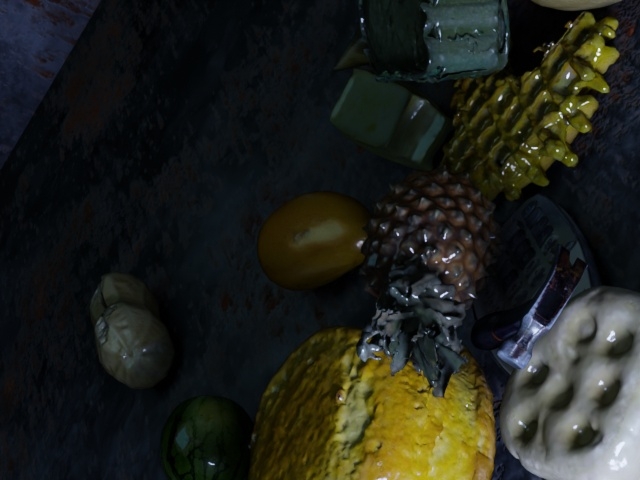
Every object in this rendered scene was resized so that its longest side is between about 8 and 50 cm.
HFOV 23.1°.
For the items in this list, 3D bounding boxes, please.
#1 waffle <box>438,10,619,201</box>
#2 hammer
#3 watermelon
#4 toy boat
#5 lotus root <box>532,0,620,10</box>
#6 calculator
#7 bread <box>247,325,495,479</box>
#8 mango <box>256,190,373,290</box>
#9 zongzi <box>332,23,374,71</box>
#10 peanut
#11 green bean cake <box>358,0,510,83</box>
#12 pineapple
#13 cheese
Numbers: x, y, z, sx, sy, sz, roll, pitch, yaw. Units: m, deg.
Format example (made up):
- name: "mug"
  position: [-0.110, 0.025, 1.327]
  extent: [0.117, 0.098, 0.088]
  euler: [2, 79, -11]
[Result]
- name: "waffle"
  position: [0.244, -0.167, 1.975]
  extent: [0.293, 0.069, 0.260]
  euler: [-4, 63, 61]
- name: "hammer"
  position: [0.208, 0.081, 1.665]
  extent: [0.137, 0.037, 0.290]
  euler: [-54, 0, -10]
- name: "watermelon"
  position: [-0.161, 0.311, 2.209]
  extent: [0.140, 0.140, 0.187]
  euler: [-26, 50, 50]
- name: "toy boat"
  position: [0.089, -0.179, 2.240]
  extent: [0.111, 0.084, 0.276]
  euler: [-63, 28, 7]
- name: "lotus root"
  position: [0.310, -0.369, 1.930]
  extent: [0.310, 0.182, 0.183]
  euler: [-6, 62, 66]
- name: "calculator"
  position: [0.244, 0.049, 1.824]
  extent: [0.177, 0.040, 0.268]
  euler: [-53, 29, 20]
- name: "bread"
  position: [0.043, 0.275, 1.817]
  extent: [0.337, 0.204, 0.358]
  euler: [-38, 39, 49]
- name: "mango"
  position: [0.000, 0.000, 2.228]
  extent: [0.219, 0.112, 0.145]
  euler: [-9, 59, 45]
- name: "zongzi"
  position: [0.129, -0.287, 2.195]
  extent: [0.204, 0.094, 0.205]
  euler: [-39, 29, -8]
- name: "peanut"
  position: [-0.326, 0.148, 2.650]
  extent: [0.130, 0.130, 0.290]
  euler: [-58, 26, 13]
- name: "green bean cake"
  position: [0.134, -0.322, 2.022]
  extent: [0.255, 0.132, 0.241]
  euler: [-172, 73, -70]
- name: "pineapple"
  position: [0.109, 0.045, 1.769]
  extent: [0.175, 0.175, 0.361]
  euler: [-47, 5, 30]
- name: "cheese"
  position: [0.286, 0.162, 1.574]
  extent: [0.235, 0.117, 0.218]
  euler: [-35, 40, 42]
